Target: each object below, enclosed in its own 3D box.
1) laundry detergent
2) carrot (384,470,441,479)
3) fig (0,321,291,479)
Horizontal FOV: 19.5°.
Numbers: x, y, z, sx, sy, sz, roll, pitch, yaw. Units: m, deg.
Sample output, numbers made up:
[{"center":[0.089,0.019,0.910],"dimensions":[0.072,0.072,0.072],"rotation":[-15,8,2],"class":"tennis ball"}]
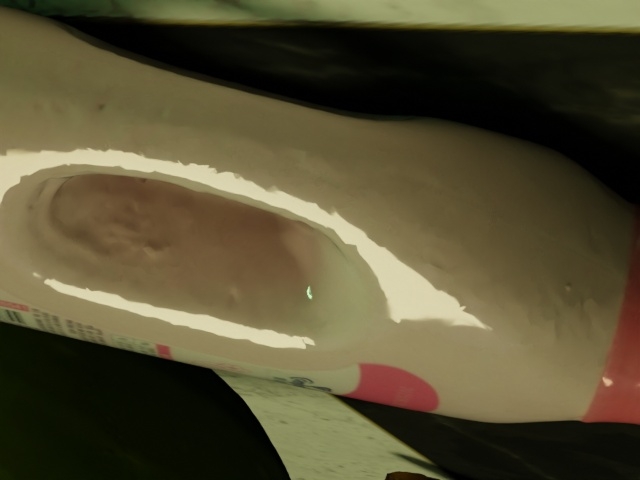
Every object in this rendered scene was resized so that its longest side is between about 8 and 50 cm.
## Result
[{"center":[0.000,0.000,0.581],"dimensions":[0.335,0.088,0.159],"rotation":[13,163,1],"class":"laundry detergent"},{"center":[0.166,0.214,1.196],"dimensions":[0.336,0.069,0.069],"rotation":[26,160,-27],"class":"carrot"},{"center":[-0.160,0.138,0.859],"dimensions":[0.316,0.316,0.316],"rotation":[13,164,4],"class":"fig"}]
